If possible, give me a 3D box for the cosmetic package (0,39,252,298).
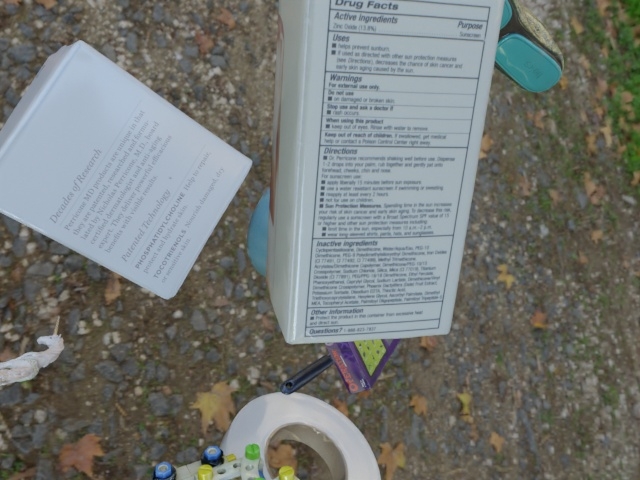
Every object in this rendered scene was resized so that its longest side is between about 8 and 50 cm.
[{"bbox_3d":[-0.425,-0.139,1.289,0.393,0.329,0.328,34,83,-30],"label":"cosmetic package"}]

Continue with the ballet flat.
[{"bbox_3d":[0.277,-0.360,1.041,0.348,0.123,0.123,23,61,-39],"label":"ballet flat"}]

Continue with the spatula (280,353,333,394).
[{"bbox_3d":[0.037,0.226,1.313,0.296,0.084,0.030,-34,148,-25],"label":"spatula"}]

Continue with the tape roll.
[{"bbox_3d":[-0.045,0.524,1.459,0.391,0.072,0.392,21,34,-15],"label":"tape roll"}]

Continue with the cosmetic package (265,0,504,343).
[{"bbox_3d":[0.039,-0.076,0.533,0.153,0.129,0.296,0,112,-15],"label":"cosmetic package"}]

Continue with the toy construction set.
[{"bbox_3d":[-0.207,0.484,1.197,0.327,0.215,0.151,4,109,-34],"label":"toy construction set"}]

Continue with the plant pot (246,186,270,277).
[{"bbox_3d":[0.000,0.000,1.505,0.290,0.195,0.290,-24,128,-35],"label":"plant pot"}]

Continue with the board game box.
[{"bbox_3d":[0.083,0.098,1.155,0.347,0.056,0.208,-39,109,-61],"label":"board game box"}]

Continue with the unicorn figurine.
[{"bbox_3d":[-0.483,0.200,1.050,0.111,0.162,0.060,-17,111,-10],"label":"unicorn figurine"}]
